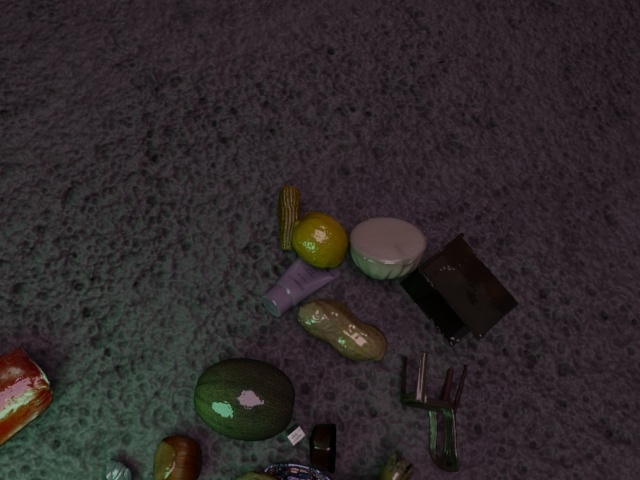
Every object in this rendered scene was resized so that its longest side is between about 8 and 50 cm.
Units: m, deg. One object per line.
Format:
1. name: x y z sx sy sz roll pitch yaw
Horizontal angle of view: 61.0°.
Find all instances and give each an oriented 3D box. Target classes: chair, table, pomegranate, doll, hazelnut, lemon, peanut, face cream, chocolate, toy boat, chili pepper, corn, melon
1. chair: 0.347 0.536 1.709 0.183 0.175 0.327 17 67 -11
2. table: 0.447 0.169 1.781 0.196 0.250 0.282 -37 81 -16
3. pomegranate: 0.180 0.790 1.575 0.305 0.242 0.242 -26 78 -29
4. doll: -0.593 0.718 1.607 0.094 0.079 0.180 -25 92 12
5. hazelnut: -0.419 0.658 1.609 0.150 0.150 0.150 2 74 -6
6. lemon: -0.003 -0.001 1.797 0.193 0.180 0.181 19 73 5
7. peanut: 0.074 0.291 1.767 0.313 0.149 0.149 33 74 3
8. face cream: -0.070 0.139 1.823 0.154 0.096 0.274 43 61 10
9. chocolate: 0.002 0.643 1.675 0.080 0.125 0.149 0 78 11
10. toy boat: -0.064 0.730 1.647 0.223 0.097 0.100 10 77 -3
11. chili pepper: -0.948 0.469 1.583 0.305 0.229 0.251 -31 41 -26
12. corn: -0.109 -0.076 1.879 0.080 0.080 0.231 1 79 -6
13. melon: -0.228 0.474 1.625 0.301 0.237 0.238 11 74 0

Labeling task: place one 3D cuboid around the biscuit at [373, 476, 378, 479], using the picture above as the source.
1. biscuit: 0.188 0.812 1.683 0.250 0.035 0.163 10 73 -3

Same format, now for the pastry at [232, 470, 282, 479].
1. pastry: -0.181 0.793 1.567 0.256 0.121 0.236 -23 93 16

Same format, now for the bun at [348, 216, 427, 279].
1. bun: 0.222 0.056 1.840 0.263 0.175 0.263 1 36 0

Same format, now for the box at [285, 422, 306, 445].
1. box: -0.078 0.596 1.671 0.050 0.117 0.036 -37 84 -12
